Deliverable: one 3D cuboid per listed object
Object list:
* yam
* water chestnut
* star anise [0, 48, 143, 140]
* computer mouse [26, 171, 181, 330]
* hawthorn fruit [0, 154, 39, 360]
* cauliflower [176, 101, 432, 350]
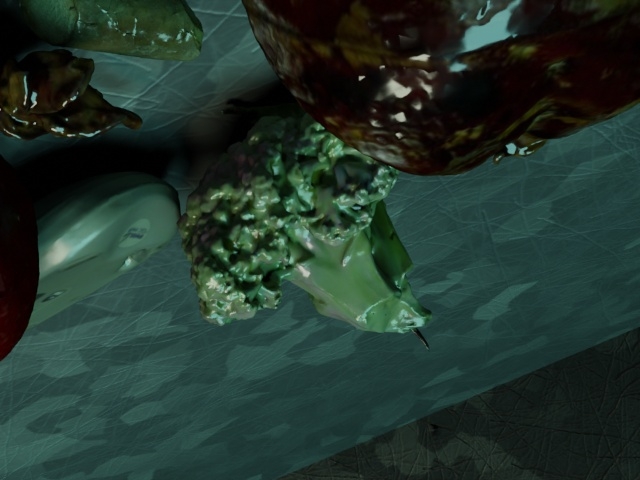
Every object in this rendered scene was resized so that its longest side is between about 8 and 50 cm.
[{"bbox_3d":[-0.161,-0.181,0.879,0.147,0.069,0.069,0,147,-37],"label":"yam"},{"bbox_3d":[0.106,-0.224,0.792,0.335,0.335,0.346,-10,122,-27],"label":"water chestnut"},{"bbox_3d":[-0.216,-0.113,0.875,0.234,0.073,0.177,6,-177,-33],"label":"star anise"},{"bbox_3d":[-0.288,0.020,1.135,0.331,0.095,0.197,-29,167,25],"label":"computer mouse"},{"bbox_3d":[-0.338,-0.014,0.905,0.230,0.210,0.266,12,129,-15],"label":"hawthorn fruit"},{"bbox_3d":[0.000,0.000,1.108,0.256,0.315,0.239,-44,177,14],"label":"cauliflower"}]
